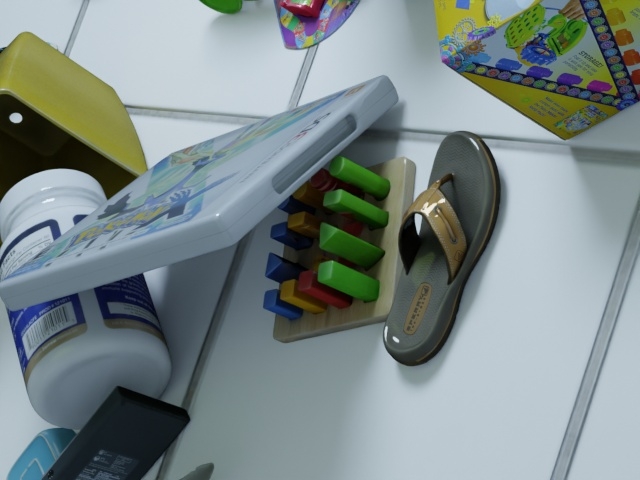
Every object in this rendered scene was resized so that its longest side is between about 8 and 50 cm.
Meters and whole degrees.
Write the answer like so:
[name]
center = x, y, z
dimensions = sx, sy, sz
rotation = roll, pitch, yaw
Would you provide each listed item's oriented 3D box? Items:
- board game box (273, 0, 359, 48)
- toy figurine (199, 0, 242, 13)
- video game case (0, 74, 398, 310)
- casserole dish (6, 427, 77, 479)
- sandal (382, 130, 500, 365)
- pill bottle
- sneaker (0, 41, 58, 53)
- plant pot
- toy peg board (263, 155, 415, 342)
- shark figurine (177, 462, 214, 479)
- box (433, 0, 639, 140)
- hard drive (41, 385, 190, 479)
[board game box]
center = -0.013, -0.290, 1.751
dimensions = 0.133, 0.033, 0.169
rotation = -37, 46, 29
[toy figurine]
center = -0.079, -0.360, 1.819
dimensions = 0.159, 0.130, 0.173
rotation = -61, -3, -22
[video game case]
center = -0.121, -0.047, 1.584
dimensions = 0.329, 0.036, 0.300
rotation = -17, 18, 42
[casserole dish]
center = -0.294, 0.281, 1.760
dimensions = 0.114, 0.037, 0.188
rotation = -52, 42, 16
[sandal]
center = 0.097, 0.002, 1.450
dimensions = 0.090, 0.060, 0.219
rotation = 16, 83, 51
[pill bottle]
center = -0.262, 0.058, 1.738
dimensions = 0.153, 0.153, 0.265
rotation = -43, 48, 24
[sneaker]
center = -0.420, -0.227, 2.139
dimensions = 0.162, 0.073, 0.063
rotation = -31, 50, 34
[plant pot]
center = -0.341, -0.115, 1.905
dimensions = 0.212, 0.212, 0.187
rotation = -40, 32, 27
[toy peg board]
center = 0.000, 0.000, 1.546
dimensions = 0.160, 0.079, 0.161
rotation = -15, 59, 43
[shark figurine]
center = -0.146, 0.362, 1.530
dimensions = 0.116, 0.166, 0.278
rotation = 0, 50, 22
[box]
center = 0.245, -0.290, 1.351
dimensions = 0.279, 0.177, 0.290
rotation = -29, 51, 34
[hard drive]
center = -0.208, 0.213, 1.652
dimensions = 0.135, 0.094, 0.022
rotation = -50, 42, 18
